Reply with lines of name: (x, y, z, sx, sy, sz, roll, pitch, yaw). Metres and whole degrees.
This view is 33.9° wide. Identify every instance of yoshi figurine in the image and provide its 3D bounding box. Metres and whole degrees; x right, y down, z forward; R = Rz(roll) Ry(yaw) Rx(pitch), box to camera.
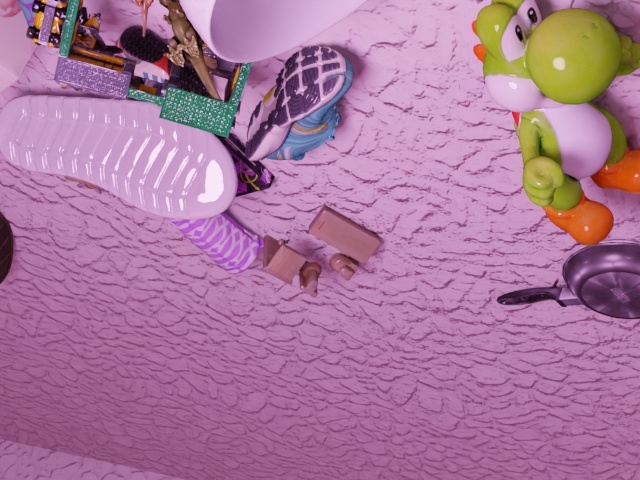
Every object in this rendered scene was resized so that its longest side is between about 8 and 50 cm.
yoshi figurine: (0.318, -0.155, 1.298, 0.203, 0.203, 0.362, -19, 131, 24)

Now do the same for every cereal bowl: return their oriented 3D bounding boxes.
cereal bowl: (-0.021, -0.347, 1.091, 0.141, 0.339, 0.339, 52, 150, 12)

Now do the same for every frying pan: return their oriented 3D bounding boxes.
frying pan: (0.425, 0.068, 1.702, 0.326, 0.053, 0.197, 0, 143, 23)

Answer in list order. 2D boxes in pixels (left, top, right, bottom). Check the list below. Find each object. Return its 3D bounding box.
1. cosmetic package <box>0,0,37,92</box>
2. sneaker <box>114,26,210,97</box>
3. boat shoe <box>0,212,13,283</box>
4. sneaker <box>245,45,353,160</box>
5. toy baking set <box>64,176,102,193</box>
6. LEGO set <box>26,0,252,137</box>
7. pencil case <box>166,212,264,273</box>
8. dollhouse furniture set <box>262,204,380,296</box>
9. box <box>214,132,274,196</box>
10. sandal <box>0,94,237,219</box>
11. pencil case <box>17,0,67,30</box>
cosmetic package: (-0.569, -0.341, 1.528, 0.153, 0.129, 0.296, -19, 131, 43)
sneaker: (-0.235, -0.255, 1.562, 0.161, 0.057, 0.075, 32, 163, -22)
boat shoe: (-0.707, -0.033, 2.106, 0.104, 0.110, 0.307, 14, 138, 16)
sneaker: (-0.017, -0.191, 1.517, 0.110, 0.107, 0.275, 10, 158, -23)
toy baking set: (-0.383, -0.097, 1.824, 0.256, 0.030, 0.197, 15, 173, 13)
LEGO set: (-0.207, -0.295, 1.407, 0.331, 0.192, 0.255, 8, 120, -7)
pencil case: (-0.186, -0.021, 1.837, 0.088, 0.086, 0.206, -31, 137, 15)
dollhouse furniture set: (0.000, 0.000, 1.839, 0.144, 0.123, 0.151, 29, 112, -16)
box: (-0.170, -0.132, 1.726, 0.116, 0.029, 0.162, -12, 135, 40)
sandal: (-0.317, -0.154, 1.687, 0.416, 0.169, 0.102, 18, -167, 10)
pencil case: (-0.403, -0.351, 1.484, 0.070, 0.064, 0.151, 48, 163, 31)
